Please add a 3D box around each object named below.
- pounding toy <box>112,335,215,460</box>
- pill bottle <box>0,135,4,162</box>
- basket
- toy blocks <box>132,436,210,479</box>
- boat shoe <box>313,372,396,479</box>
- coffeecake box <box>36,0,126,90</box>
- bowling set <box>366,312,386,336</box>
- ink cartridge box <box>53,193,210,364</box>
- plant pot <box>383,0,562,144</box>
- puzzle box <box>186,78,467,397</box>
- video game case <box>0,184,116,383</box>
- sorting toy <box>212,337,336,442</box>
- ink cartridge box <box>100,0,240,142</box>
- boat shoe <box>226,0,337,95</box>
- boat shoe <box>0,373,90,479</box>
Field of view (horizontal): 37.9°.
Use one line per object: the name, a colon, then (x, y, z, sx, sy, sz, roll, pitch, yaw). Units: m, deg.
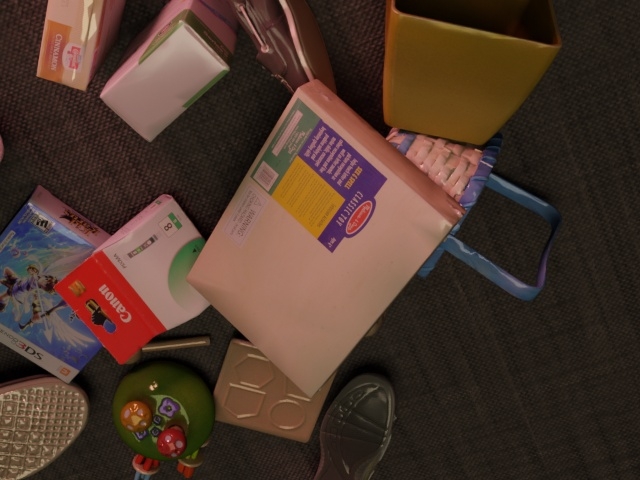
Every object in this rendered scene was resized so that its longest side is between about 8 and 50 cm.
pounding toy: (-0.277, 0.284, 1.588, 0.182, 0.110, 0.237, 2, 103, 2)
pill bottle: (-0.655, -0.046, 1.373, 0.224, 0.224, 0.392, 39, 114, -19)
basket: (0.205, -0.053, 1.331, 0.288, 0.255, 0.201, 29, 122, 6)
toy blocks: (-0.281, 0.403, 1.723, 0.123, 0.054, 0.148, 18, 120, -8)
boat shoe: (0.063, 0.363, 1.673, 0.118, 0.103, 0.321, 19, 116, 13)
coffeecake box: (-0.307, -0.302, 1.231, 0.068, 0.185, 0.142, 16, 120, -8)
bowling set: (0.000, 0.000, 1.446, 0.199, 0.154, 0.287, 3, 124, 22)
ink cartridge box: (-0.271, 0.066, 1.460, 0.224, 0.056, 0.181, -43, 117, -17)
plant pot: (0.177, -0.252, 1.243, 0.212, 0.212, 0.187, 11, 131, -4)
puzzle box: (-0.009, 0.012, 1.310, 0.272, 0.052, 0.409, 43, 130, 9)
video game case: (-0.438, 0.080, 1.535, 0.244, 0.061, 0.269, 36, 115, -19)
sorting toy: (-0.087, 0.263, 1.648, 0.192, 0.038, 0.208, 16, 124, -7)
ink cartridge box: (-0.193, -0.249, 1.244, 0.154, 0.212, 0.093, -38, 116, 20)
boat shoe: (-0.077, -0.312, 1.269, 0.095, 0.112, 0.335, -17, 114, 21)
boat shoe: (-0.639, 0.367, 1.664, 0.500, 0.156, 0.187, -29, 111, 5)
